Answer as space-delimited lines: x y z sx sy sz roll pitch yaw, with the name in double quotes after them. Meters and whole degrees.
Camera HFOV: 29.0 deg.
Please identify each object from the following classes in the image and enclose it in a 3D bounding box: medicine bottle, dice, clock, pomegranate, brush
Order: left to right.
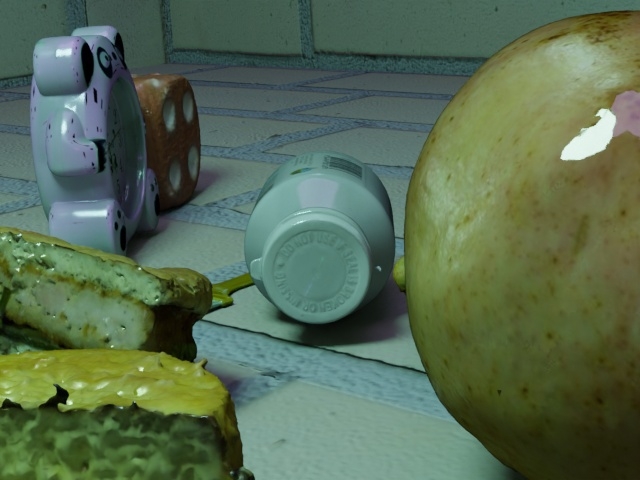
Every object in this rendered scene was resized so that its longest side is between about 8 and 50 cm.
-0.250 -0.106 1.361 0.090 0.248 0.227 -4 14 6 "clock"
-0.259 -0.133 1.627 0.174 0.174 0.179 -1 15 16 "dice"
-0.084 0.041 1.229 0.083 0.011 0.205 8 17 39 "brush"
0.000 0.000 1.116 0.135 0.135 0.215 -2 14 3 "medicine bottle"
0.206 -0.005 0.714 0.338 0.338 0.338 -3 14 1 "pomegranate"

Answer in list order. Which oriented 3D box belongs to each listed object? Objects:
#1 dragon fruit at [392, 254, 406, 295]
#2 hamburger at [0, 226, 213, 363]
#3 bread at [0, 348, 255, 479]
0.126 0.037 0.978 0.150 0.133 0.207 -8 5 -19 "dragon fruit"
-0.188 0.064 0.969 0.262 0.124 0.131 13 3 37 "hamburger"
-0.131 0.122 0.639 0.228 0.143 0.139 2 15 11 "bread"
